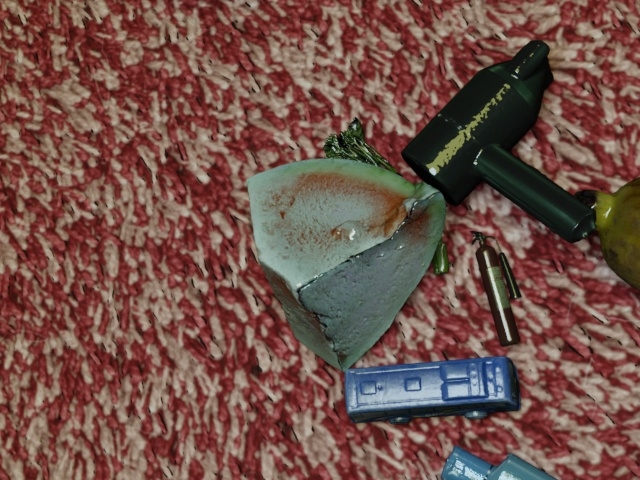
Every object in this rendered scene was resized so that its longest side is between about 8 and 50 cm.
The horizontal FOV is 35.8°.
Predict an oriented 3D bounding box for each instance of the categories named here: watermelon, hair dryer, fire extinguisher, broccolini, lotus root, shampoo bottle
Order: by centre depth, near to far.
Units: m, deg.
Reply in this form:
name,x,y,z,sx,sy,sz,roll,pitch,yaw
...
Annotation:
name,x,y,z,sx,sy,sz,roll,pitch,yaw
lotus root,0.476,0.003,1.294,0.314,0.141,0.169,28,101,17
shampoo bottle,0.281,0.354,1.302,0.258,0.061,0.104,26,89,17
hair dryer,0.290,-0.122,1.345,0.244,0.116,0.302,-47,52,0
watermelon,0.000,0.000,1.350,0.289,0.213,0.320,44,119,11
fire extinguisher,0.252,0.061,1.390,0.049,0.035,0.173,-17,78,12
broccolini,0.083,-0.045,1.445,0.123,0.062,0.271,-41,75,12

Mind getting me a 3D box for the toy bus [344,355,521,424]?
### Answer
name,x,y,z,sx,sy,sz,roll,pitch,yaw
toy bus,0.151,0.206,1.346,0.236,0.094,0.079,-7,76,11
